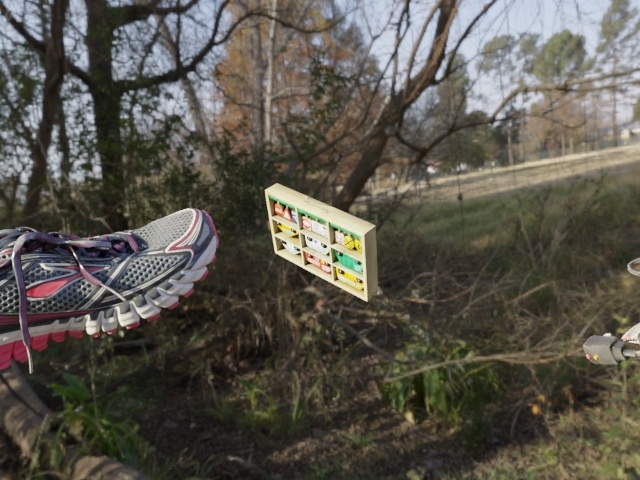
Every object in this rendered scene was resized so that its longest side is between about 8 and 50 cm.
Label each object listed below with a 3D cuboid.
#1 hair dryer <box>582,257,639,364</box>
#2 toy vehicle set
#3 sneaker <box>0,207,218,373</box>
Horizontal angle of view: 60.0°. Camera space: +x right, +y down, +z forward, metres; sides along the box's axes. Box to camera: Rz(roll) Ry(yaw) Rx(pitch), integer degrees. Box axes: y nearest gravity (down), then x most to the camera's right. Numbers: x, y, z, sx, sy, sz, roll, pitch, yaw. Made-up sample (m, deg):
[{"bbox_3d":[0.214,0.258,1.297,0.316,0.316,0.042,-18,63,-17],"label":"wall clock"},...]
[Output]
[{"bbox_3d":[0.465,0.062,0.700,0.080,0.224,0.293,37,-14,-7],"label":"hair dryer"},{"bbox_3d":[0.000,0.000,1.117,0.266,0.166,0.035,25,47,36],"label":"toy vehicle set"},{"bbox_3d":[-0.238,0.032,0.517,0.299,0.112,0.121,-22,28,-23],"label":"sneaker"}]
